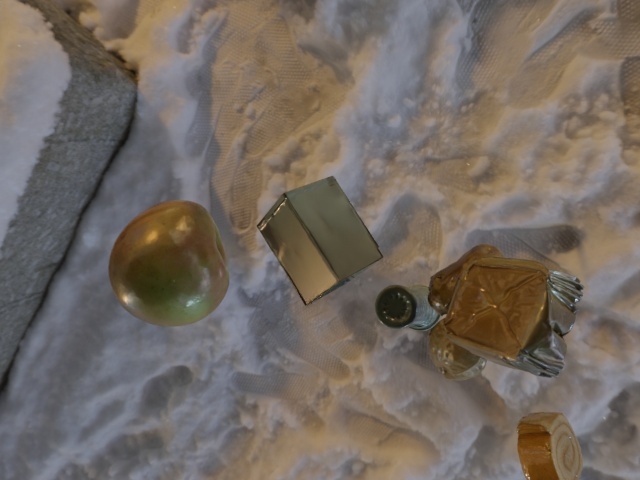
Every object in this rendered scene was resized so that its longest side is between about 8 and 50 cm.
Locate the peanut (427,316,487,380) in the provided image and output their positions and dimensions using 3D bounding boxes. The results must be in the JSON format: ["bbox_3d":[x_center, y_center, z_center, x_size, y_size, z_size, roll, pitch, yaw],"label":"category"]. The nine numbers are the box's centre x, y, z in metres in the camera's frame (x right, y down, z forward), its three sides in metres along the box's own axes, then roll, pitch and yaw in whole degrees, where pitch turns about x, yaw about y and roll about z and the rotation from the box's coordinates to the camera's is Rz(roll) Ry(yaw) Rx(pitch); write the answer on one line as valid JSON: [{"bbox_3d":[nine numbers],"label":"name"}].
[{"bbox_3d":[0.314,0.251,1.046,0.109,0.140,0.159,-10,114,-23],"label":"peanut"}]

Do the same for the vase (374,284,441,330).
[{"bbox_3d":[0.245,0.187,1.262,0.143,0.299,0.143,-3,81,23],"label":"vase"}]

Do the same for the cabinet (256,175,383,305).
[{"bbox_3d":[0.000,0.000,0.964,0.206,0.150,0.145,58,140,8],"label":"cabinet"}]

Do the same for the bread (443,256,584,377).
[{"bbox_3d":[0.348,0.132,0.827,0.109,0.210,0.192,29,76,-26],"label":"bread"}]

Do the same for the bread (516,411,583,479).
[{"bbox_3d":[0.403,0.373,0.812,0.073,0.149,0.122,-28,76,40],"label":"bread"}]

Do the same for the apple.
[{"bbox_3d":[-0.386,0.063,1.173,0.277,0.319,0.319,-15,99,-6],"label":"apple"}]

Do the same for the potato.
[{"bbox_3d":[0.322,0.078,1.039,0.200,0.164,0.081,-42,87,10],"label":"potato"}]
